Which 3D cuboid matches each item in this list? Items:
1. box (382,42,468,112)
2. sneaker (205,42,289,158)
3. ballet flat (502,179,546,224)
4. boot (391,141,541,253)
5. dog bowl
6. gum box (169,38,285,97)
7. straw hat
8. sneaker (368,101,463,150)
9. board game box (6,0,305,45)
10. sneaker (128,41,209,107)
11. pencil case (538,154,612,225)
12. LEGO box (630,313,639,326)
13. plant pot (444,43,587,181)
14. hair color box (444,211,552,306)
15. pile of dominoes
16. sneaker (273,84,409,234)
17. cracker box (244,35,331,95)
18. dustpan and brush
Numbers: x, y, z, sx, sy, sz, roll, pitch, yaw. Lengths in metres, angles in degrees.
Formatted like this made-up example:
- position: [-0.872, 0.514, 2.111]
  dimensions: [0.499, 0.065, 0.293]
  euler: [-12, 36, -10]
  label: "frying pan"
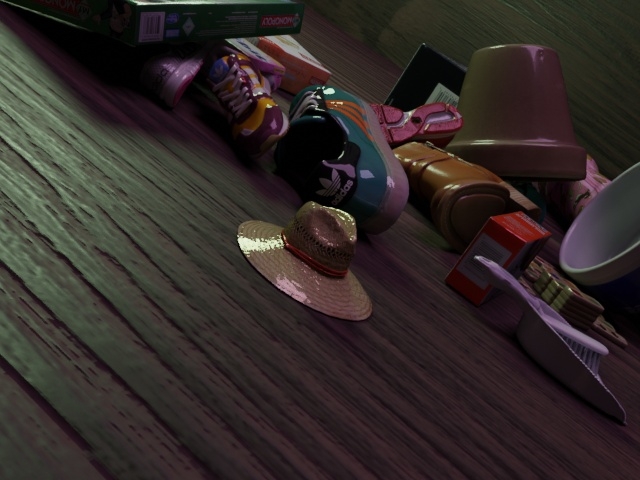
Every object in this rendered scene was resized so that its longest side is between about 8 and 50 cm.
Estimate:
- position: [0.352, -0.273, 1.765]
  dimensions: [0.296, 0.182, 0.294]
  euler: [43, 22, 26]
  label: "box"
- position: [-0.094, -0.163, 0.886]
  dimensions: [0.084, 0.069, 0.185]
  euler: [42, 13, -34]
  label: "sneaker"
- position: [0.330, -0.073, 1.377]
  dimensions: [0.077, 0.091, 0.241]
  euler: [17, 3, 35]
  label: "ballet flat"
- position: [0.174, -0.083, 1.105]
  dimensions: [0.220, 0.109, 0.283]
  euler: [36, 25, 30]
  label: "boot"
- position: [0.505, -0.016, 1.193]
  dimensions: [0.104, 0.265, 0.265]
  euler: [42, 17, -9]
  label: "dog bowl"
- position: [-0.150, -0.281, 1.152]
  dimensions: [0.188, 0.062, 0.107]
  euler: [38, 19, 19]
  label: "gum box"
- position: [0.000, 0.000, 0.663]
  dimensions: [0.144, 0.061, 0.144]
  euler: [29, 18, -10]
  label: "straw hat"
- position: [0.116, -0.154, 1.262]
  dimensions: [0.221, 0.128, 0.087]
  euler: [-3, 58, -14]
  label: "sneaker"
- position: [-0.193, -0.296, 0.957]
  dimensions: [0.214, 0.046, 0.317]
  euler: [22, 26, 26]
  label: "board game box"
- position: [-0.183, -0.214, 0.918]
  dimensions: [0.075, 0.063, 0.170]
  euler: [34, 22, -15]
  label: "sneaker"
- position: [0.617, -0.087, 1.760]
  dimensions: [0.167, 0.160, 0.386]
  euler: [21, 20, -8]
  label: "pencil case"
- position: [0.763, 0.194, 1.200]
  dimensions: [0.500, 0.193, 0.372]
  euler: [29, 18, -9]
  label: "LEGO box"
- position: [0.339, -0.221, 1.379]
  dimensions: [0.263, 0.229, 0.263]
  euler: [1, 2, 0]
  label: "plant pot"
- position: [0.216, 0.018, 0.920]
  dimensions: [0.053, 0.093, 0.167]
  euler: [39, 20, 17]
  label: "hair color box"
- position: [0.333, 0.046, 1.129]
  dimensions: [0.196, 0.040, 0.251]
  euler: [25, 20, -20]
  label: "pile of dominoes"
- position: [0.002, -0.126, 0.920]
  dimensions: [0.121, 0.108, 0.302]
  euler: [26, 20, -31]
  label: "sneaker"
- position: [-0.098, -0.348, 1.406]
  dimensions: [0.156, 0.067, 0.232]
  euler: [18, 23, -36]
  label: "cracker box"
- position: [0.238, 0.090, 0.819]
  dimensions: [0.211, 0.060, 0.147]
  euler: [30, 18, -6]
  label: "dustpan and brush"
